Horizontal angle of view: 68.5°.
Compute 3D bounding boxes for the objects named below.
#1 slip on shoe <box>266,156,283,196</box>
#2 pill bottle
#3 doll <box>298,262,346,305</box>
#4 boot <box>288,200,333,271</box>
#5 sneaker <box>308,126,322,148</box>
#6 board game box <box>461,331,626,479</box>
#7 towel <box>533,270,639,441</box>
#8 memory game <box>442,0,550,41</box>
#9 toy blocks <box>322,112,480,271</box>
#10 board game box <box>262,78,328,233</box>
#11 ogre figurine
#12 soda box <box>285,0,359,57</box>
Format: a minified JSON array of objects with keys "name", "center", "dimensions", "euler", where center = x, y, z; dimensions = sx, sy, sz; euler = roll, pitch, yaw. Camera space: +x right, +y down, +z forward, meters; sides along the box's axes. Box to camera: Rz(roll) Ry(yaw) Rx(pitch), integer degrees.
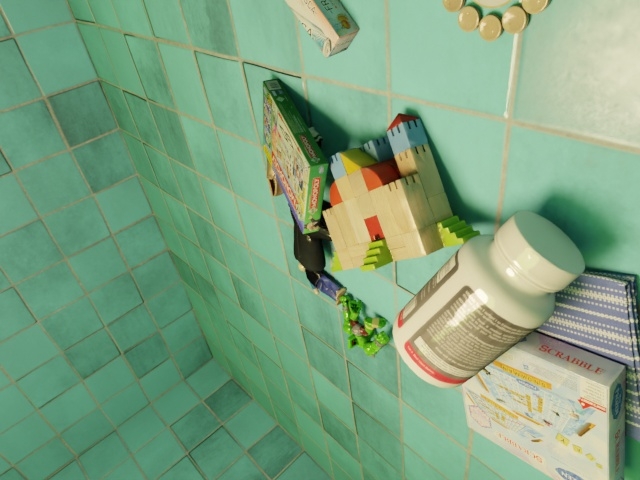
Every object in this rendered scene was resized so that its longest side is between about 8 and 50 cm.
[{"name":"slip on shoe","center":[-0.135,-0.190,1.345],"dimensions":[0.051,0.041,0.136],"euler":[27,140,41]},{"name":"pill bottle","center":[0.276,0.103,0.804],"dimensions":[0.176,0.176,0.319],"euler":[47,131,16]},{"name":"doll","center":[-0.003,0.125,1.457],"dimensions":[0.189,0.046,0.129],"euler":[38,145,28]},{"name":"boot","center":[0.000,0.000,1.274],"dimensions":[0.246,0.094,0.207],"euler":[35,142,44]},{"name":"sneaker","center":[-0.023,-0.223,1.146],"dimensions":[0.043,0.040,0.109],"euler":[44,149,18]},{"name":"board game box","center":[0.419,0.319,0.930],"dimensions":[0.318,0.065,0.318],"euler":[21,134,52]},{"name":"towel","center":[0.456,0.188,0.853],"dimensions":[0.243,0.040,0.336],"euler":[11,126,55]},{"name":"memory game","center":[0.236,-0.370,0.638],"dimensions":[0.186,0.012,0.186],"euler":[37,145,32]},{"name":"toy blocks","center":[0.114,-0.089,0.971],"dimensions":[0.381,0.190,0.261],"euler":[-18,92,60]},{"name":"board game box","center":[-0.070,-0.202,1.119],"dimensions":[0.214,0.046,0.318],"euler":[99,151,-49]},{"name":"ogre figurine","center":[0.118,0.254,1.357],"dimensions":[0.196,0.096,0.118],"euler":[27,129,24]},{"name":"soda box","center":[-0.010,-0.442,0.887],"dimensions":[0.183,0.058,0.063],"euler":[55,151,3]}]
